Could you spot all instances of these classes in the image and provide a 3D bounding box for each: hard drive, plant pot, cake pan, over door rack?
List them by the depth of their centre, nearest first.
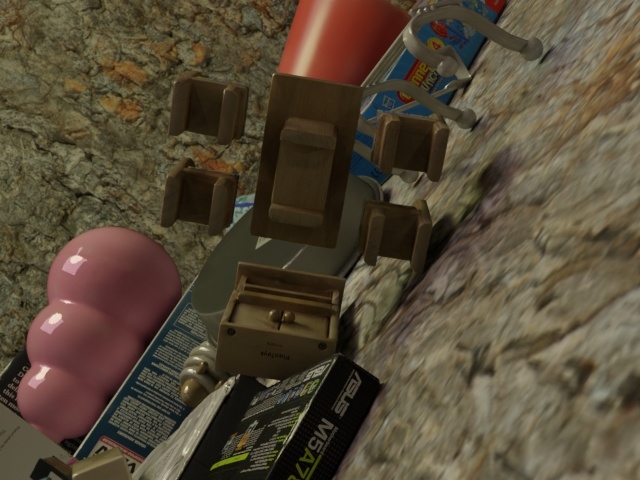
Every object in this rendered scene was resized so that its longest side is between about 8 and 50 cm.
[{"bbox_3d":[-0.173,0.290,0.891,0.339,0.064,0.237,-46,11,48],"label":"hard drive"},{"bbox_3d":[0.143,-0.177,0.934,0.324,0.108,0.239,-41,-3,-40],"label":"over door rack"},{"bbox_3d":[-0.051,0.010,1.115,0.293,0.054,0.293,-36,23,18],"label":"cake pan"},{"bbox_3d":[0.042,-0.297,1.623,0.243,0.275,0.275,-65,7,-1],"label":"plant pot"}]

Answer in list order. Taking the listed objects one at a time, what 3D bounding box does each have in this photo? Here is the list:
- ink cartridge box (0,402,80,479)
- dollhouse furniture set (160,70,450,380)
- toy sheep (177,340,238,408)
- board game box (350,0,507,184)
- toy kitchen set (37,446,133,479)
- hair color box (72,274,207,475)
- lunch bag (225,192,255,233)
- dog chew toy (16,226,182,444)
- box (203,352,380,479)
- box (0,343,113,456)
[{"bbox_3d":[-0.367,0.332,1.111,0.117,0.278,0.201,-56,6,-39],"label":"ink cartridge box"},{"bbox_3d":[-0.019,-0.022,0.780,0.161,0.212,0.242,-81,1,-73],"label":"dollhouse furniture set"},{"bbox_3d":[-0.131,0.165,1.144,0.132,0.091,0.091,-40,-5,-42],"label":"toy sheep"},{"bbox_3d":[0.105,-0.198,1.298,0.302,0.086,0.308,-59,8,-31],"label":"board game box"},{"bbox_3d":[-0.269,0.321,0.879,0.207,0.166,0.122,-18,-3,-16],"label":"toy kitchen set"},{"bbox_3d":[-0.230,0.234,1.295,0.347,0.105,0.174,-59,-2,-39],"label":"hair color box"},{"bbox_3d":[-0.083,-0.008,1.366,0.096,0.128,0.151,-18,11,-18],"label":"lunch bag"},{"bbox_3d":[-0.344,0.146,1.355,0.206,0.207,0.331,-42,25,62],"label":"dog chew toy"},{"bbox_3d":[-0.049,0.181,0.652,0.184,0.045,0.191,-60,9,-27],"label":"box"},{"bbox_3d":[-0.505,0.442,1.488,0.480,0.297,0.471,-50,6,34],"label":"box"}]
